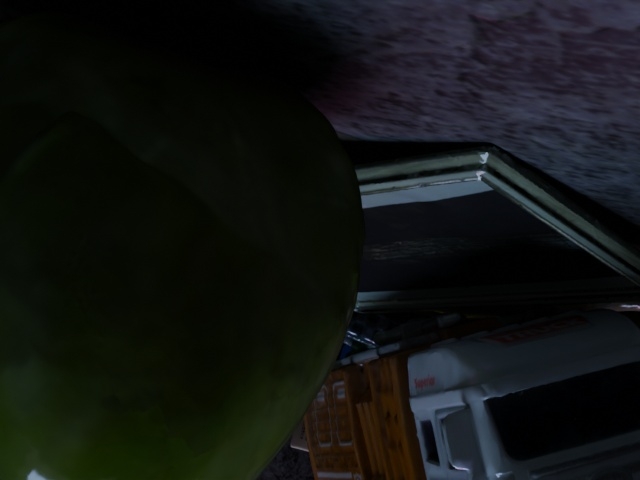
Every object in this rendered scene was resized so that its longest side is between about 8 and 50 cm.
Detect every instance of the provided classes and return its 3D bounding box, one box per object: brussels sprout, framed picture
[{"bbox_3d":[-0.118,0.032,0.614,0.247,0.328,0.328,43,163,-16],"label":"brussels sprout"},{"bbox_3d":[0.059,0.006,0.831,0.293,0.018,0.231,-6,154,44],"label":"framed picture"}]

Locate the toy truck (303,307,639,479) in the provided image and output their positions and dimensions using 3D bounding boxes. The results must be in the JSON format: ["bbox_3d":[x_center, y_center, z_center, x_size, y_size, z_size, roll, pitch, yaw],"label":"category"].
[{"bbox_3d":[0.111,0.153,0.910,0.173,0.207,0.387,-11,173,-19],"label":"toy truck"}]

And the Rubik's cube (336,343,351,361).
[{"bbox_3d":[0.079,0.168,1.586,0.162,0.160,0.163,8,170,36],"label":"Rubik's cube"}]

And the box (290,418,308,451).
[{"bbox_3d":[0.065,0.245,1.950,0.168,0.212,0.095,7,168,40],"label":"box"}]

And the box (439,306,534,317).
[{"bbox_3d":[0.000,0.000,1.002,0.335,0.047,0.187,15,171,-11],"label":"box"}]

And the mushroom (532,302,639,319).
[{"bbox_3d":[0.246,0.050,0.895,0.187,0.060,0.061,7,165,15],"label":"mushroom"}]

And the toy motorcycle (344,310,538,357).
[{"bbox_3d":[0.191,0.158,1.332,0.410,0.169,0.237,20,168,27],"label":"toy motorcycle"}]

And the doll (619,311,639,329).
[{"bbox_3d":[0.280,0.139,1.042,0.260,0.161,0.177,15,164,5],"label":"doll"}]
